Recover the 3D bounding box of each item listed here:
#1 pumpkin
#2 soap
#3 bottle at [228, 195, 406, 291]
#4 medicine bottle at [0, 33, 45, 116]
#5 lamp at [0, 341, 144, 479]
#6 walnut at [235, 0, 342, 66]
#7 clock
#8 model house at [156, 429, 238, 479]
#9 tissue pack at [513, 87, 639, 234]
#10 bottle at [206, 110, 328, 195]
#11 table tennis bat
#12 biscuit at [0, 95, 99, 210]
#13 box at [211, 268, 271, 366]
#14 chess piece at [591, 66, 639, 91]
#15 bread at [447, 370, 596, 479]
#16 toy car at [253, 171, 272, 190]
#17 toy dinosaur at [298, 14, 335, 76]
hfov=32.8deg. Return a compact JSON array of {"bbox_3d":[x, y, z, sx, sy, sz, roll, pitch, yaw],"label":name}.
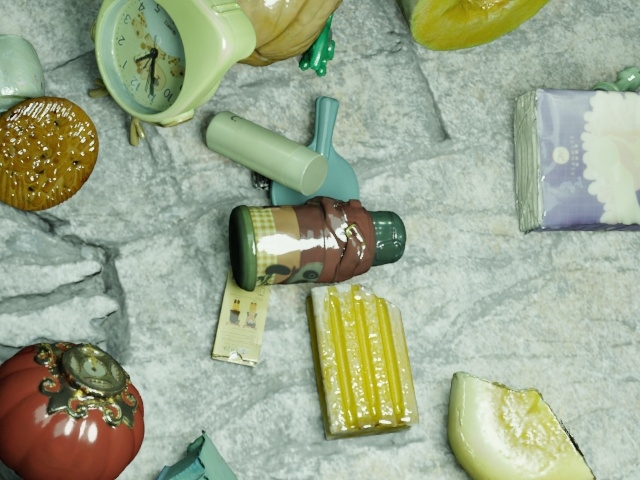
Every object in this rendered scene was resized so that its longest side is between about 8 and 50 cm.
[{"bbox_3d":[0.265,-0.500,1.853,0.332,0.332,0.199,-16,69,-17],"label":"pumpkin"},{"bbox_3d":[0.062,0.183,1.680,0.140,0.073,0.232,-4,70,-14],"label":"soap"},{"bbox_3d":[0.000,0.000,1.677,0.271,0.143,0.156,-4,30,-13],"label":"bottle"},{"bbox_3d":[-0.498,-0.226,1.683,0.147,0.147,0.143,-12,75,-16],"label":"medicine bottle"},{"bbox_3d":[-0.356,0.247,1.506,0.226,0.227,0.227,4,69,-10],"label":"lamp"},{"bbox_3d":[-0.089,-0.445,1.783,0.251,0.277,0.313,16,70,-17],"label":"walnut"},{"bbox_3d":[-0.254,-0.292,1.698,0.235,0.308,0.096,50,37,10],"label":"clock"},{"bbox_3d":[-0.192,0.379,1.547,0.148,0.119,0.148,-30,101,4],"label":"model house"},{"bbox_3d":[0.508,-0.131,1.847,0.343,0.125,0.243,0,82,-11],"label":"tissue pack"},{"bbox_3d":[-0.086,-0.140,1.730,0.201,0.072,0.072,27,63,29],"label":"bottle"},{"bbox_3d":[-0.003,-0.119,1.784,0.152,0.040,0.244,10,79,-17],"label":"table tennis bat"},{"bbox_3d":[-0.422,-0.130,1.653,0.187,0.188,0.027,-31,42,-20],"label":"biscuit"},{"bbox_3d":[-0.122,0.121,1.695,0.073,0.020,0.149,13,67,-7],"label":"box"},{"bbox_3d":[0.538,-0.274,1.961,0.067,0.067,0.103,46,60,8],"label":"chess piece"},{"bbox_3d":[0.280,0.308,1.644,0.156,0.158,0.261,-31,79,-10],"label":"bread"},{"bbox_3d":[-0.065,-0.099,1.788,0.093,0.025,0.041,5,79,-22],"label":"toy car"},{"bbox_3d":[0.002,-0.337,1.856,0.059,0.096,0.132,18,70,-6],"label":"toy dinosaur"}]
